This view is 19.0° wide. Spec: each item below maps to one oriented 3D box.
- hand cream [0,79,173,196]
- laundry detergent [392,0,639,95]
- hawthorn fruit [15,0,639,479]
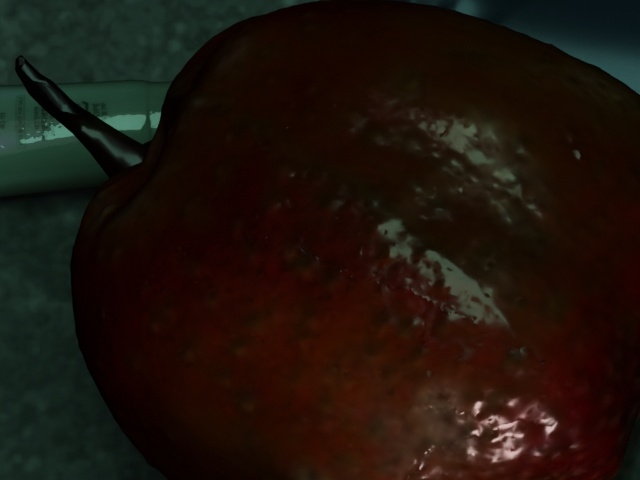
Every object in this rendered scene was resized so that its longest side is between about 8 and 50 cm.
[{"bbox_3d":[-0.150,-0.048,0.928,0.205,0.050,0.078,-4,71,-2],"label":"hand cream"},{"bbox_3d":[0.101,-0.094,0.962,0.206,0.061,0.096,11,76,0],"label":"laundry detergent"},{"bbox_3d":[0.000,0.000,0.809,0.300,0.254,0.254,34,69,-5],"label":"hawthorn fruit"}]
